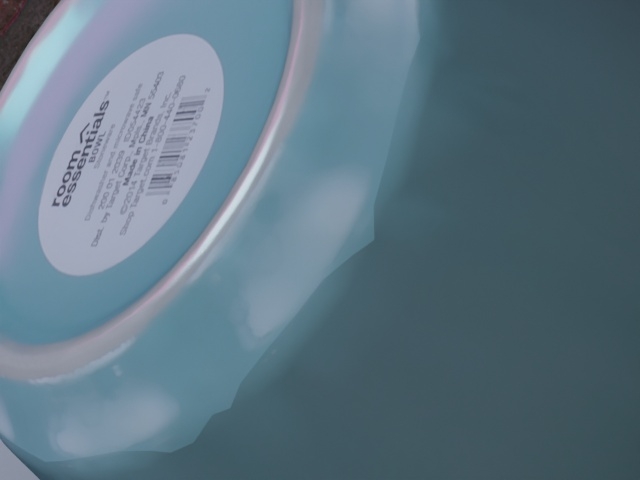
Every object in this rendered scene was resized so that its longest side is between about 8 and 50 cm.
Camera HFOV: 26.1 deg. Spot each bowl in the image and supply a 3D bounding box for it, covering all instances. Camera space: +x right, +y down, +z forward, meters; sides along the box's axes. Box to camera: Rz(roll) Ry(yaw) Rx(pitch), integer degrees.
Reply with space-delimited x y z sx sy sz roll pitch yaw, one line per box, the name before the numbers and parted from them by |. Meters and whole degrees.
bowl | -0.012 -0.008 0.493 0.312 0.163 0.311 -26 48 33

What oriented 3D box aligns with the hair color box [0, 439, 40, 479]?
hair color box | -0.274 0.215 1.305 0.338 0.185 0.110 -59 12 -6
